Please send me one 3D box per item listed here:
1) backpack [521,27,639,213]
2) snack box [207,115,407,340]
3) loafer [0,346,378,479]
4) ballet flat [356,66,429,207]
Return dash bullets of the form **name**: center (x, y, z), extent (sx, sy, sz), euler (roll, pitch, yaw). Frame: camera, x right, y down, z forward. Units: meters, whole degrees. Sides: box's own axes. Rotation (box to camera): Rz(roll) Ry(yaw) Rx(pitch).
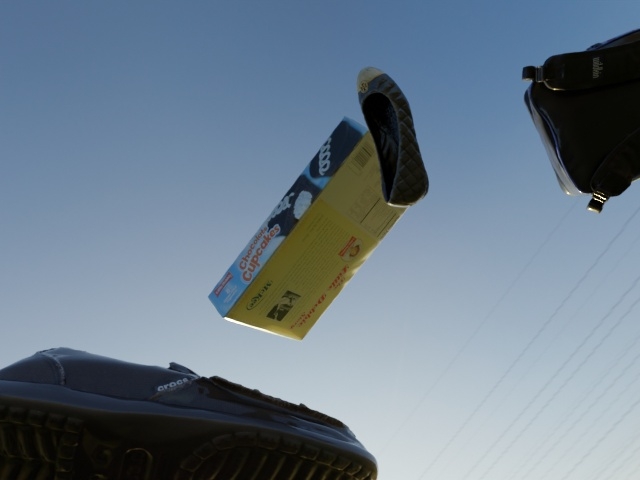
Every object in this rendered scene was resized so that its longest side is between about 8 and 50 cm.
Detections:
- **backpack**: center (0.522, -0.223, 0.770), extent (0.263, 0.213, 0.277), euler (-24, -89, 22)
- **snack box**: center (0.000, 0.000, 0.674), extent (0.322, 0.060, 0.187), euler (-52, -40, 5)
- **loafer**: center (-0.114, 0.168, 0.408), extent (0.365, 0.130, 0.134), euler (22, -74, -16)
- **ballet flat**: center (0.074, -0.120, 0.495), extent (0.049, 0.173, 0.057), euler (-10, -15, -32)
